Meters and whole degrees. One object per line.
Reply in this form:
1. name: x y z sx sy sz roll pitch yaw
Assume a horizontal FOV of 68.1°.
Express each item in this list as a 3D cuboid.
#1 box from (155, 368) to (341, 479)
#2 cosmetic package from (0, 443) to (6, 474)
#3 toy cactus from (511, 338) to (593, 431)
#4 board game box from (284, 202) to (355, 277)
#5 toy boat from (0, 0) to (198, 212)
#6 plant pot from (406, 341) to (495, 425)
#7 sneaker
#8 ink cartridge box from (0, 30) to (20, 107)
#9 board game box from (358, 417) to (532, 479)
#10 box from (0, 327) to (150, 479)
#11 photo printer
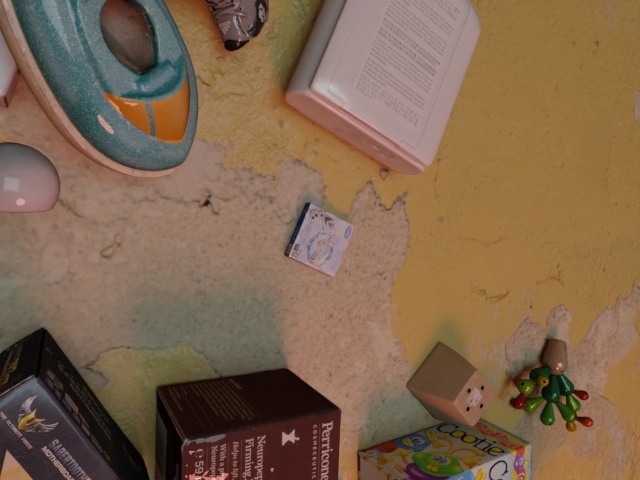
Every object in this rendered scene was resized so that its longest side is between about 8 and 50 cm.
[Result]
1. box: -0.102 0.286 0.626 0.203 0.167 0.168 0 94 -29
2. cosmetic package: -0.412 0.233 0.444 0.151 0.184 0.151 36 77 -27
3. toy cactus: 0.496 0.300 1.002 0.219 0.112 0.180 21 75 -20
4. board game box: 0.000 0.000 0.741 0.090 0.020 0.090 27 81 -27
5. toy boat: -0.233 -0.139 0.475 0.318 0.148 0.267 -61 144 -34
6. plant pot: 0.244 0.268 0.854 0.109 0.096 0.109 -47 114 -17
7. sneaker: -0.128 -0.303 0.578 0.229 0.086 0.132 -29 122 -53
8. ink cartridge box: -0.361 -0.343 0.483 0.176 0.069 0.370 18 84 -29
9. board game box: 0.219 0.426 0.828 0.275 0.144 0.142 -4 96 -29
10. box: -0.266 0.221 0.523 0.059 0.183 0.232 -34 108 -23
11. photo printer: 0.109 -0.292 0.726 0.256 0.107 0.307 25 82 -28
